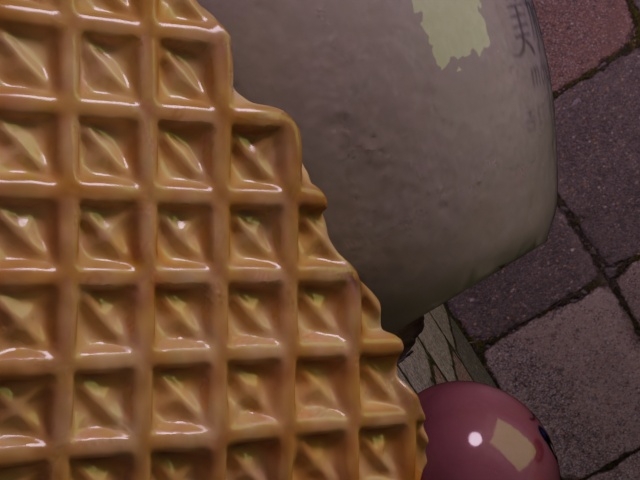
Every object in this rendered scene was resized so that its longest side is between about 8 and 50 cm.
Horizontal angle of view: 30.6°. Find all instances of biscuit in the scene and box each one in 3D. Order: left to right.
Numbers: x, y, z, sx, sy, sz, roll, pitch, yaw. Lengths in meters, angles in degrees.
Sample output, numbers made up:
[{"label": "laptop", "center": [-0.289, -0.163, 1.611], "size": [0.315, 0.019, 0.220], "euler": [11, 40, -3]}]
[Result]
[{"label": "biscuit", "center": [-0.076, 0.026, 0.494], "size": [0.040, 0.204, 0.309], "euler": [2, -58, 60]}]

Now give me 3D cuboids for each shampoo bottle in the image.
[{"label": "shampoo bottle", "center": [-0.025, -0.078, 0.697], "size": [0.322, 0.322, 0.317], "euler": [-34, 102, -81]}]

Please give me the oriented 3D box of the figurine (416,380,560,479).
[{"label": "figurine", "center": [0.135, 0.212, 1.069], "size": [0.173, 0.173, 0.173], "euler": [56, 9, -14]}]

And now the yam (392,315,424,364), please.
[{"label": "yam", "center": [0.002, 0.000, 1.214], "size": [0.280, 0.131, 0.131], "euler": [63, 10, 29]}]
